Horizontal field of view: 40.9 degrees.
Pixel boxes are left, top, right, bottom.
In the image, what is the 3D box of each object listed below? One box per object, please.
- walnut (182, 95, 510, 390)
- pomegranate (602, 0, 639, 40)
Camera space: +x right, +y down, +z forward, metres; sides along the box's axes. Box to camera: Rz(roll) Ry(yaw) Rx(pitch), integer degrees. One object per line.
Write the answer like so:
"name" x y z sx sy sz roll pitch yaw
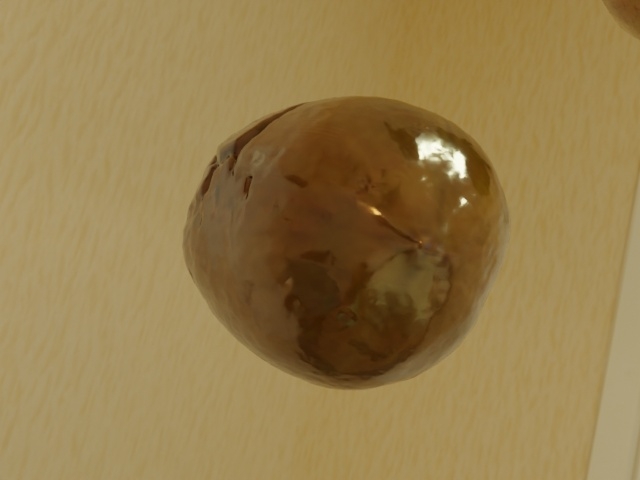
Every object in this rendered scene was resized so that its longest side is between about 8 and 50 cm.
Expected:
"walnut" 0.000 0.000 0.610 0.203 0.203 0.298 21 -14 -29
"pomegranate" 0.330 -0.241 0.624 0.260 0.260 0.260 14 -11 3
